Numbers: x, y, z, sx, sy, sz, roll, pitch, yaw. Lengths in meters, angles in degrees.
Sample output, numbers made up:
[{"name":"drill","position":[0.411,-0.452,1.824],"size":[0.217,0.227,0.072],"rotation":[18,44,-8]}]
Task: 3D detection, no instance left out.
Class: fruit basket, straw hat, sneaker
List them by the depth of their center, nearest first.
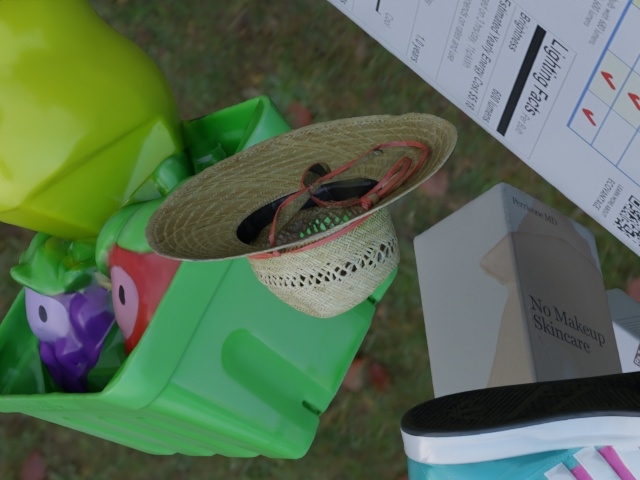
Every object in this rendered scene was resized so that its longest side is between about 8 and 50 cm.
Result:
[{"name":"straw hat","position":[0.000,0.000,0.798],"size":[0.144,0.144,0.061],"rotation":[-9,115,28]},{"name":"sneaker","position":[0.212,0.198,1.306],"size":[0.295,0.124,0.178],"rotation":[-5,105,6]},{"name":"fruit basket","position":[-0.170,-0.012,1.363],"size":[0.392,0.283,0.392],"rotation":[25,161,9]}]

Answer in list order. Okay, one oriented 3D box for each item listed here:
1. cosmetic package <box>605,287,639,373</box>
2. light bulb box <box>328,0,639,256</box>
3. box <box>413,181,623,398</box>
[{"name":"cosmetic package","position":[0.389,0.161,2.147],"size":[0.231,0.085,0.117],"rotation":[35,123,44]},{"name":"light bulb box","position":[0.211,-0.174,1.002],"size":[0.361,0.225,0.358],"rotation":[40,164,9]},{"name":"box","position":[0.189,0.118,1.663],"size":[0.148,0.311,0.121],"rotation":[24,135,-37]}]
